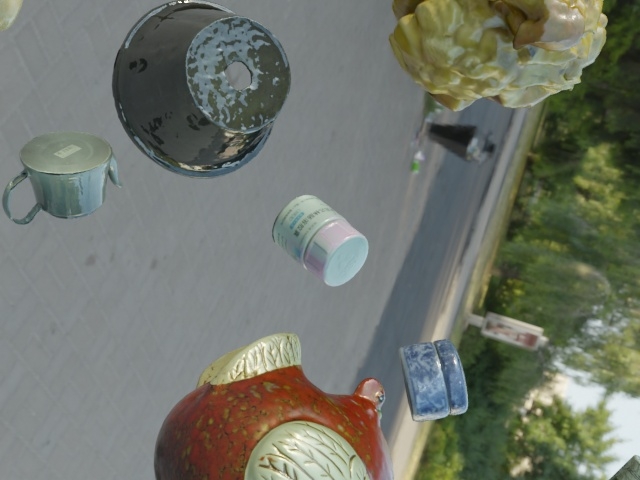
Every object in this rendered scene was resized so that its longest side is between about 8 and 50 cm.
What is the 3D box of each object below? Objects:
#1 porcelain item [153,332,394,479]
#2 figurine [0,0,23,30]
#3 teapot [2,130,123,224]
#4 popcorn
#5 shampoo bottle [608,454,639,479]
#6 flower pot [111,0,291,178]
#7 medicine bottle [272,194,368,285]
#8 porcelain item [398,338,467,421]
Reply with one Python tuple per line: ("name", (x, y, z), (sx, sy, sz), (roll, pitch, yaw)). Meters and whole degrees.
("porcelain item", (-0.026, 0.211, 0.758), (0.253, 0.253, 0.253), (17, 90, -74))
("figurine", (-0.570, -0.392, 1.227), (0.196, 0.114, 0.108), (-21, 152, -53))
("teapot", (-0.479, -0.102, 1.444), (0.239, 0.162, 0.149), (-28, 139, -38))
("popcorn", (0.214, -0.272, 0.930), (0.332, 0.264, 0.225), (-64, 152, -80))
("shampoo bottle", (0.463, 0.440, 1.259), (0.204, 0.065, 0.065), (-51, 169, 14))
("flower pot", (-0.148, -0.224, 1.105), (0.166, 0.269, 0.269), (7, -103, 61))
("medicine bottle", (0.000, 0.000, 1.571), (0.135, 0.168, 0.135), (-30, 141, -27))
("porcelain item", (0.217, 0.266, 1.473), (0.147, 0.114, 0.147), (-10, 90, -88))
